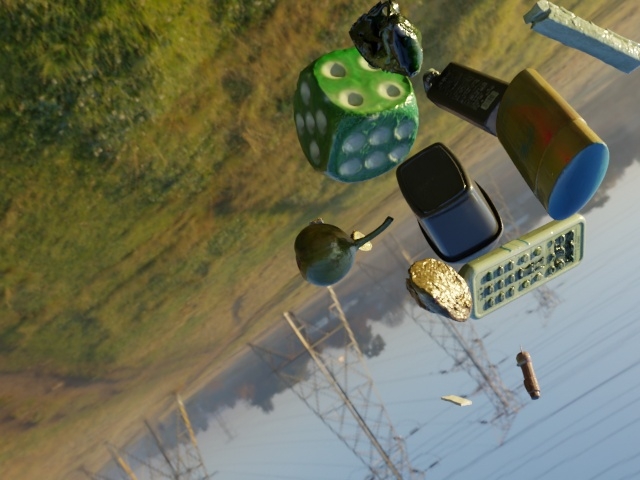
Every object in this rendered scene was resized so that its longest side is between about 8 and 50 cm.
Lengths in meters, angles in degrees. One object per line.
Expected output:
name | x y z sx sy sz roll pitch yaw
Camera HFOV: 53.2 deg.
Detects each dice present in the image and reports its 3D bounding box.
dice | 0.102 -0.370 1.889 0.297 0.300 0.287 -14 150 -18

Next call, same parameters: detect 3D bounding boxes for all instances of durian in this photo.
durian | 0.115 0.001 1.892 0.130 0.066 0.052 -9 117 -64

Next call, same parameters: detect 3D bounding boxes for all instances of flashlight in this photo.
flashlight | 0.415 0.267 1.284 0.031 0.110 0.052 -19 141 18

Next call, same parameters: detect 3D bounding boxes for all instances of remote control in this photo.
remote control | 0.427 0.048 1.350 0.335 0.128 0.065 -23 -152 -22

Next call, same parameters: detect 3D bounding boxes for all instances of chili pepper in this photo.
chili pepper | 0.168 -0.479 1.517 0.116 0.148 0.264 -35 -148 -9

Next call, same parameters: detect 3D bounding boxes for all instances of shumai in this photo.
shumai | 0.220 0.106 1.202 0.123 0.139 0.105 -75 -179 -48

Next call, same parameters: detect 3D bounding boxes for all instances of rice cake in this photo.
rice cake | 0.652 -0.500 1.569 0.066 0.336 0.063 140 -38 -61

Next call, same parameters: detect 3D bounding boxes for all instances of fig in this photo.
fig | 0.059 0.009 1.483 0.245 0.149 0.149 -23 172 -9

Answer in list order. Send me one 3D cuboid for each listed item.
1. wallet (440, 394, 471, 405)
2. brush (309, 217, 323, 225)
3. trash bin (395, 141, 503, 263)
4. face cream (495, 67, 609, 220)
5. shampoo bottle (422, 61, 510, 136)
wallet | 0.379 0.446 1.786 0.044 0.011 0.083 -2 -177 -33
brush | 0.000 0.000 1.945 0.051 0.014 0.164 -25 132 -11
trash bin | 0.303 -0.078 1.492 0.182 0.209 0.290 -31 146 12
face cream | 0.338 -0.146 0.960 0.285 0.067 0.139 -96 -168 -56
shampoo bottle | 0.302 -0.311 1.342 0.098 0.071 0.309 -53 -147 10
